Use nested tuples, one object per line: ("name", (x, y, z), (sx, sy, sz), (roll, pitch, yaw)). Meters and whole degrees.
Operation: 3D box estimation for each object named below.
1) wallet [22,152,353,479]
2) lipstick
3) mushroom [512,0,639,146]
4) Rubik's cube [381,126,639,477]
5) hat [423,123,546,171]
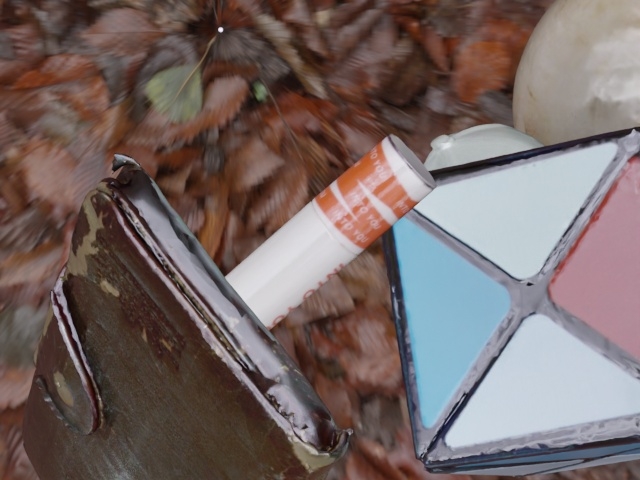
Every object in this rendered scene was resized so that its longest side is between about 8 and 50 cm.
("wallet", (-0.062, 0.071, 0.565), (0.031, 0.232, 0.122), (-31, 75, -28))
("lipstick", (0.000, 0.000, 0.837), (0.130, 0.038, 0.038), (-41, 98, 12))
("mushroom", (0.409, -0.156, 1.850), (0.362, 0.294, 0.362), (7, 105, 28))
("Rubik's cube", (0.214, 0.064, 1.334), (0.248, 0.246, 0.250), (-14, 75, 24))
("hat", (0.251, -0.011, 1.633), (0.301, 0.258, 0.168), (12, 126, 13))
